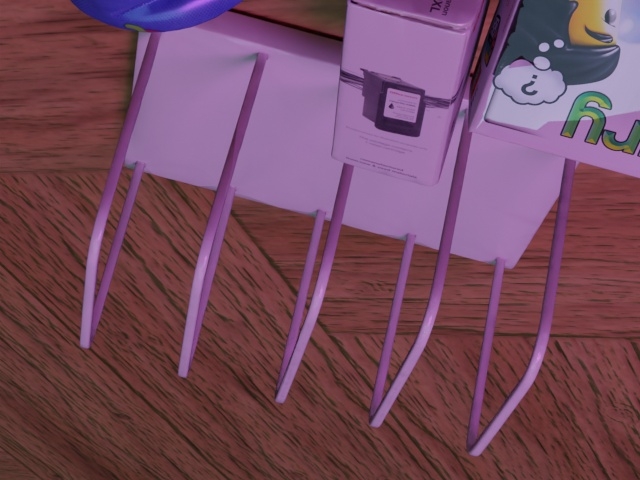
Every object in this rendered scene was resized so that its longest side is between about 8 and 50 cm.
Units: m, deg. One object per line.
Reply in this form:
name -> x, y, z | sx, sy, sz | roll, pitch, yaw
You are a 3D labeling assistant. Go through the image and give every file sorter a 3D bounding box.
file sorter -> 0.000, 0.000, 1.033 | 0.278, 0.173, 0.193 | 15, 152, -2

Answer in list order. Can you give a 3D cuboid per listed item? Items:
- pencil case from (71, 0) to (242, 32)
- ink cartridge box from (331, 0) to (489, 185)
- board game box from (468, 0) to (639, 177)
pencil case -> -0.077, -0.213, 0.721 | 0.133, 0.119, 0.306 | 11, 153, 10
ink cartridge box -> 0.052, -0.115, 0.858 | 0.063, 0.109, 0.150 | 16, 153, 5
board game box -> 0.243, -0.099, 0.793 | 0.305, 0.053, 0.193 | 15, 130, -3
